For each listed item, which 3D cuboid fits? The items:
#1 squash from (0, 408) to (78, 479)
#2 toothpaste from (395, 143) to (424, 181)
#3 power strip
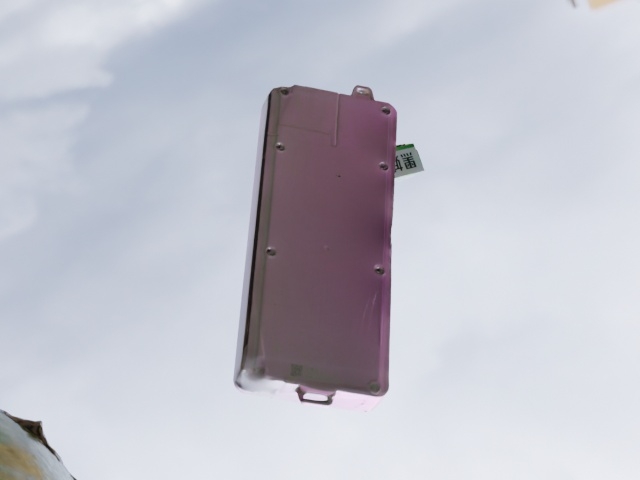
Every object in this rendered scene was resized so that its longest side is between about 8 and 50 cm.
[{"bbox_3d":[-0.251,0.265,0.692,0.310,0.310,0.309,-29,-166,-9],"label":"squash"},{"bbox_3d":[0.038,-0.069,1.288,0.043,0.037,0.178,-26,173,41],"label":"toothpaste"},{"bbox_3d":[0.000,0.000,0.939,0.109,0.037,0.279,10,-120,-10],"label":"power strip"}]
